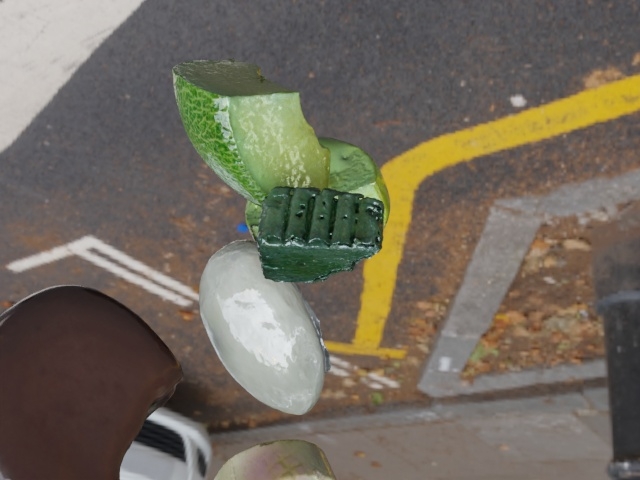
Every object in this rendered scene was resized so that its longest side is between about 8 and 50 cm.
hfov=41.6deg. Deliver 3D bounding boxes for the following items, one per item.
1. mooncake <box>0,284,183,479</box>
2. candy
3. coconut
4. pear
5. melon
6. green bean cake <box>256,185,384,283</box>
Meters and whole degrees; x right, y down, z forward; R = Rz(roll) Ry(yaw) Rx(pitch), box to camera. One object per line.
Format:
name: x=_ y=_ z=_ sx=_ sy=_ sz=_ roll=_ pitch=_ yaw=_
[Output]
mooncake: x=-0.353 y=0.226 z=1.149 sx=0.334 sy=0.325 sz=0.174 roll=9 pitch=154 yaw=-42
candy: x=-0.145 y=0.224 z=2.004 sx=0.186 sy=0.427 sz=0.386 roll=-29 pitch=166 yaw=-30
coconut: x=-0.087 y=0.509 z=1.699 sx=0.259 sy=0.259 sz=0.259 roll=7 pitch=152 yaw=4
pear: x=-0.004 y=-0.114 z=2.101 sx=0.343 sy=0.318 sz=0.238 roll=-19 pitch=133 yaw=8
melon: x=-0.133 y=-0.207 z=1.495 sx=0.331 sy=0.226 sz=0.343 roll=39 pitch=173 yaw=-38
green bean cake: x=0.000 y=0.000 z=1.351 sx=0.193 sy=0.107 sz=0.208 roll=2 pitch=156 yaw=0
